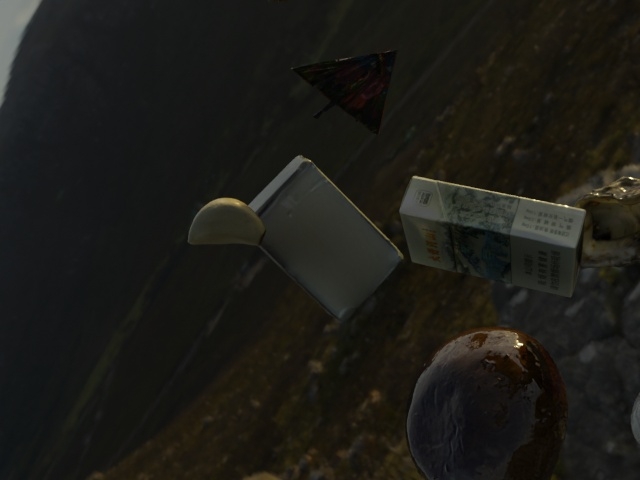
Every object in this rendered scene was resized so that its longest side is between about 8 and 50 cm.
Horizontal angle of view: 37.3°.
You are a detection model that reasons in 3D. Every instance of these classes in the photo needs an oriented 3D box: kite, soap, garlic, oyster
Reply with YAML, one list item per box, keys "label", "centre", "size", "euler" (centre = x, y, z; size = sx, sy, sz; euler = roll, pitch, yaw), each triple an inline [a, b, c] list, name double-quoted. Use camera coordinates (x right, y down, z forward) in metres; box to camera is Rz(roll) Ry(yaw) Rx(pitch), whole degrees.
- label: "kite"
  centre: [0.080, -0.334, 2.037]
  size: [0.234, 0.321, 0.016]
  euler: [-40, 50, 18]
- label: "soap"
  centre: [0.000, 0.000, 1.173]
  size: [0.121, 0.183, 0.064]
  euler: [-46, 18, -4]
- label: "garlic"
  centre: [-0.098, -0.018, 0.999]
  size: [0.041, 0.083, 0.053]
  euler: [-1, -83, -79]
- label: "oyster"
  centre: [0.472, -0.024, 1.479]
  size: [0.110, 0.166, 0.341]
  euler: [-48, 0, -22]

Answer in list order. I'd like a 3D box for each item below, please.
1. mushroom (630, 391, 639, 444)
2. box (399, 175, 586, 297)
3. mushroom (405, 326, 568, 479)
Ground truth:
- label: "mushroom"
  centre: [0.543, 0.220, 1.229]
  size: [0.253, 0.189, 0.195]
  euler: [108, 174, -47]
- label: "box"
  centre: [0.256, -0.004, 1.407]
  size: [0.164, 0.256, 0.069]
  euler: [67, -141, -59]
- label: "mushroom"
  centre: [0.273, 0.301, 1.591]
  size: [0.345, 0.239, 0.345]
  euler: [1, 91, 46]
